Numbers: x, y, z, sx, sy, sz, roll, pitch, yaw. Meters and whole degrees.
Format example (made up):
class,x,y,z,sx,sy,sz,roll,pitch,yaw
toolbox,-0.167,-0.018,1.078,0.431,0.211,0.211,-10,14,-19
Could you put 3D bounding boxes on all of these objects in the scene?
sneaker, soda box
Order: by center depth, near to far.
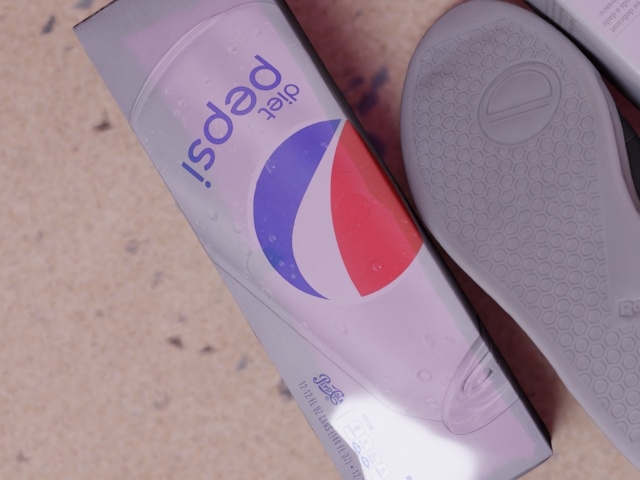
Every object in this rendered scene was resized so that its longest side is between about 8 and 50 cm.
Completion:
class,x,y,z,sx,sy,sz,roll,pitch,yaw
sneaker,0.141,0.015,0.924,0.104,0.147,0.296,-40,53,13
soda box,0.000,0.000,0.937,0.091,0.098,0.286,-32,84,5

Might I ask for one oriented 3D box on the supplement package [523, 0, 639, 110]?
class,x,y,z,sx,sy,sz,roll,pitch,yaw
supplement package,0.181,-0.105,0.913,0.105,0.105,0.179,-45,83,2
